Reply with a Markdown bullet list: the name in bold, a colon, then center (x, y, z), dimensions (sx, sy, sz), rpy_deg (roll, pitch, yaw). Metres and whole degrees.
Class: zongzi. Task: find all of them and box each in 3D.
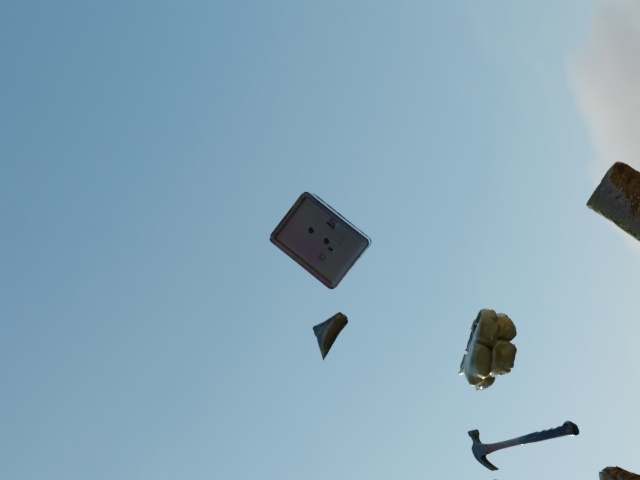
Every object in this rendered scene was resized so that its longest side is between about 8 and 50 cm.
- **zongzi**: center (0.026, 0.192, 1.681), dimensions (0.040, 0.076, 0.083), rpy_deg (42, -158, -38)

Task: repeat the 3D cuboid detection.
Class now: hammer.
- **hammer**: center (0.501, 0.493, 2.056), dimensions (0.033, 0.287, 0.111), rpy_deg (6, -116, -50)

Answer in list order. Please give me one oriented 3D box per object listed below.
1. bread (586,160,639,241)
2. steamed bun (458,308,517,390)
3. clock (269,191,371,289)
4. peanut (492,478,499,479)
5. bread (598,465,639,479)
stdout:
- **bread**: center (0.705, -0.085, 1.867), dimensions (0.172, 0.132, 0.103), rpy_deg (39, -158, 26)
- **steamed bun**: center (0.395, 0.265, 1.945), dimensions (0.177, 0.106, 0.192), rpy_deg (97, -168, -57)
- **clock**: center (0.000, 0.000, 1.889), dimensions (0.192, 0.147, 0.071), rpy_deg (38, -172, 6)
- **peanut**: center (0.522, 0.734, 2.304), dimensions (0.193, 0.089, 0.089), rpy_deg (53, -143, -18)
- **bread**: center (0.571, 0.481, 1.550), dimensions (0.044, 0.126, 0.129), rpy_deg (-55, -22, -37)
